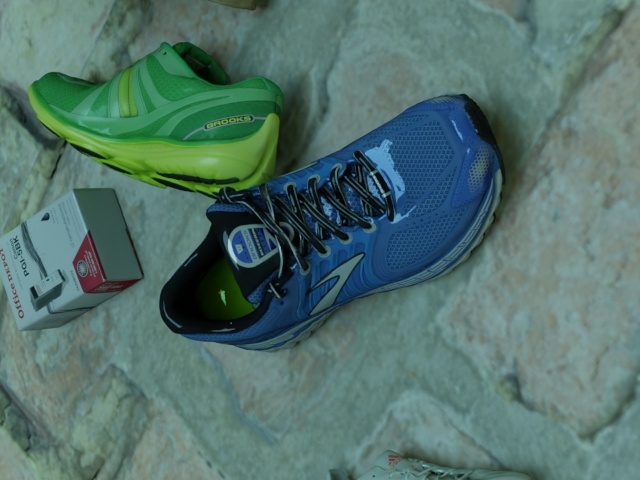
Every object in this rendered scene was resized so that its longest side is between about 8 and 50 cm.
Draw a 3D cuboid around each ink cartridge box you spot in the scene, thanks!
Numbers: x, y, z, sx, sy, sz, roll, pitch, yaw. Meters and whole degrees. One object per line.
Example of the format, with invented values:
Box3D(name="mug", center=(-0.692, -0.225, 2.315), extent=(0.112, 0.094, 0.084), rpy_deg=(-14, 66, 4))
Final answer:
Box3D(name="ink cartridge box", center=(-0.251, 0.020, 1.173), extent=(0.135, 0.056, 0.099), rpy_deg=(-29, 76, 33))

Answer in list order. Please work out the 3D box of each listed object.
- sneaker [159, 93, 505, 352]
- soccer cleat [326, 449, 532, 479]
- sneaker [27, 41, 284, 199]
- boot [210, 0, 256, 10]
Box3D(name="sneaker", center=(0.000, 0.000, 0.936), extent=(0.330, 0.147, 0.129), rpy_deg=(-37, 71, 30))
Box3D(name="soccer cleat", center=(0.077, 0.199, 0.941), extent=(0.196, 0.068, 0.076), rpy_deg=(-22, 76, 37))
Box3D(name="sneaker", center=(-0.143, -0.116, 1.077), extent=(0.296, 0.109, 0.123), rpy_deg=(16, 78, 36))
Box3D(name="boot", center=(-0.117, -0.364, 1.042), extent=(0.236, 0.089, 0.269), rpy_deg=(31, 113, 37))
